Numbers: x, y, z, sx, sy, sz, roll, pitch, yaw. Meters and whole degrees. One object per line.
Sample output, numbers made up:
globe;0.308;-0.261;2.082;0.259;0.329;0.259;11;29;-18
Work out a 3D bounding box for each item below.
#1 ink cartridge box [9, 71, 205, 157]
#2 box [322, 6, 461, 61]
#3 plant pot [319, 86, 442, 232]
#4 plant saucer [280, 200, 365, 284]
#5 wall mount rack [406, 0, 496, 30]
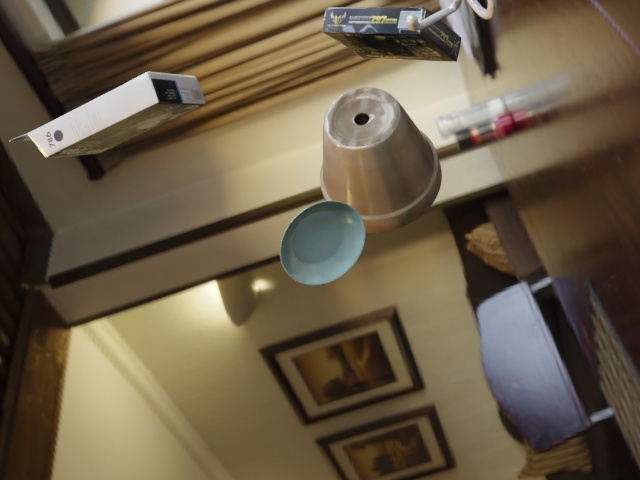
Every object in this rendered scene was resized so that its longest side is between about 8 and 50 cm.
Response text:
ink cartridge box;-0.394;-0.219;1.437;0.165;0.333;0.065;-24;-85;-66
box;0.148;-0.424;1.597;0.183;0.233;0.059;13;-91;-56
plant pot;0.129;-0.224;1.955;0.280;0.323;0.323;62;-168;-57
plant saucer;0.000;0.000;1.612;0.037;0.195;0.194;47;164;53
wall mount rack;0.123;-0.467;1.109;0.350;0.131;0.304;63;180;14
